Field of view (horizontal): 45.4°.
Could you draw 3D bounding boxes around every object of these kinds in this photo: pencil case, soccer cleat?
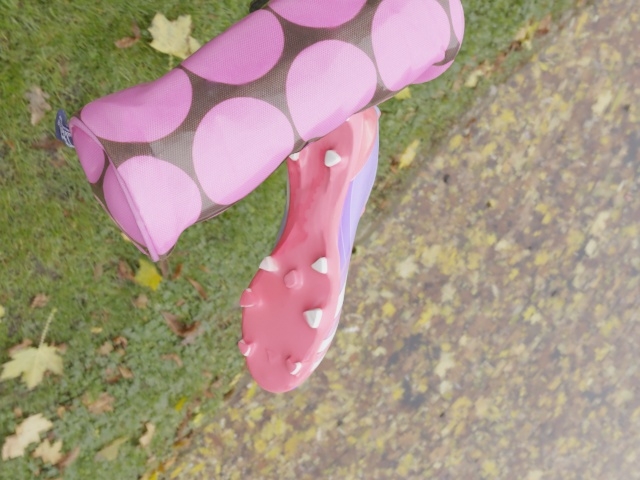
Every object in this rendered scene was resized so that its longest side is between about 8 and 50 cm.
[{"bbox_3d":[-0.026,-0.077,0.401,0.209,0.095,0.098,-33,169,-17],"label":"pencil case"},{"bbox_3d":[0.000,0.000,0.608,0.095,0.083,0.248,-3,105,-61],"label":"soccer cleat"}]

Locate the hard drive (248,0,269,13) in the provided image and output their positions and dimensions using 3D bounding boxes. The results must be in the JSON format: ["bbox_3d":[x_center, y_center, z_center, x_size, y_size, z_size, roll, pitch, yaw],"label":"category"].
[{"bbox_3d":[-0.003,-0.250,0.644,0.022,0.094,0.135,38,71,-23],"label":"hard drive"}]
